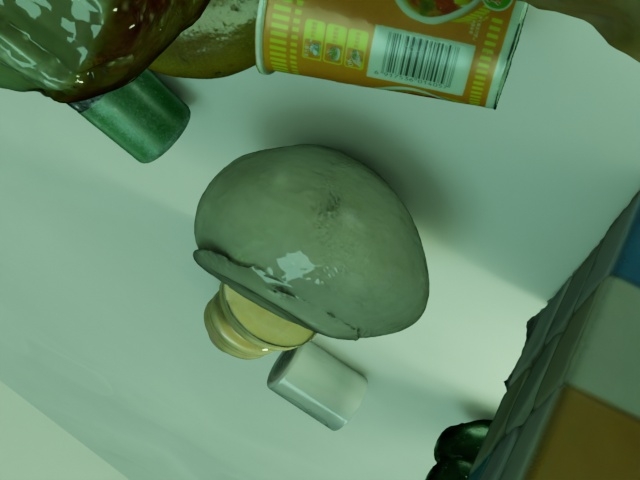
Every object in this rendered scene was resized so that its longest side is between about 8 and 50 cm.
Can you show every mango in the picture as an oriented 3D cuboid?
[{"bbox_3d":[-0.112,-0.213,1.044,0.227,0.099,0.136,0,137,32],"label":"mango"}]

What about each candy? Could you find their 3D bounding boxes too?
[{"bbox_3d":[0.000,0.000,1.222,0.295,0.185,0.295,22,171,4],"label":"candy"}]

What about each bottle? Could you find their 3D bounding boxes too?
[{"bbox_3d":[-0.286,-0.217,1.217,0.330,0.093,0.093,42,152,-26],"label":"bottle"}]

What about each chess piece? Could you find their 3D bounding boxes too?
[{"bbox_3d":[-0.113,0.117,1.667,0.139,0.124,0.307,4,166,-19],"label":"chess piece"}]

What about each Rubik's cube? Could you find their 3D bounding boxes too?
[{"bbox_3d":[0.346,0.214,1.063,0.344,0.347,0.346,26,156,5],"label":"Rubik's cube"}]

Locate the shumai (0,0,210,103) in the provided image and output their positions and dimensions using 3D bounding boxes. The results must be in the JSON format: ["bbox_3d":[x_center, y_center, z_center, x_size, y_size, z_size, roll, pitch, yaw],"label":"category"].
[{"bbox_3d":[-0.205,-0.253,0.735,0.323,0.324,0.397,45,161,-6],"label":"shumai"}]

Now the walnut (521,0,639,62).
[{"bbox_3d":[0.192,-0.232,0.455,0.306,0.306,0.344,31,159,-4],"label":"walnut"}]

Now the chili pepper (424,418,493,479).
[{"bbox_3d":[0.288,0.383,1.612,0.257,0.233,0.248,4,162,29],"label":"chili pepper"}]

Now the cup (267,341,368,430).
[{"bbox_3d":[-0.012,0.227,1.765,0.133,0.099,0.136,34,154,-13],"label":"cup"}]

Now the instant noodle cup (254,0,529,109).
[{"bbox_3d":[0.063,-0.181,0.860,0.185,0.168,0.168,17,154,7],"label":"instant noodle cup"}]
